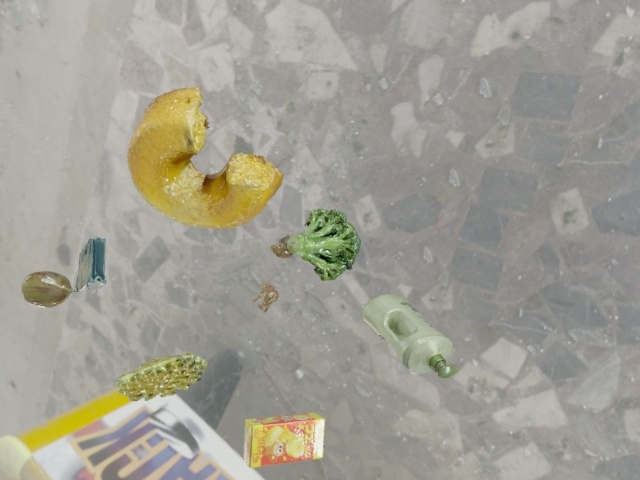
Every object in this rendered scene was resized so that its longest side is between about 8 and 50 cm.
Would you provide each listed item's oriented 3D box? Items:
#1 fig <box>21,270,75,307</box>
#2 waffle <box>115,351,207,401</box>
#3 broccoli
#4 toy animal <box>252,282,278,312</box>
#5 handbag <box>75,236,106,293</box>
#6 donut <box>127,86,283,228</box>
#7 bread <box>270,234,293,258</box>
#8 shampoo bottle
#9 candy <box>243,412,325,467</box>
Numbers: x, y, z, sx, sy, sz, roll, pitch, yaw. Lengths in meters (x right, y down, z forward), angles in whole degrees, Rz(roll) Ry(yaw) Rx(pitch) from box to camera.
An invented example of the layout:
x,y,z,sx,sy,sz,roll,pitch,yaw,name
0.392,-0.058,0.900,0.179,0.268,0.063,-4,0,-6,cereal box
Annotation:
x,y,z,sx,sy,sz,roll,pitch,yaw,name
-0.736,0.135,1.310,0.154,0.109,0.103,0,93,27,fig
-0.402,0.349,1.233,0.204,0.223,0.054,98,152,-54,waffle
0.000,0.000,1.721,0.269,0.269,0.254,35,117,17,broccoli
-0.207,0.217,1.837,0.057,0.099,0.241,43,170,-13,toy animal
-0.812,0.087,1.692,0.229,0.062,0.179,-22,69,50,handbag
-0.352,-0.185,1.373,0.435,0.163,0.377,38,128,-21,donut
-0.138,0.026,1.902,0.082,0.113,0.060,43,135,7,bread
0.191,0.202,0.990,0.234,0.118,0.087,44,128,56,shampoo bottle
-0.124,0.690,1.665,0.088,0.276,0.146,175,97,-65,candy
